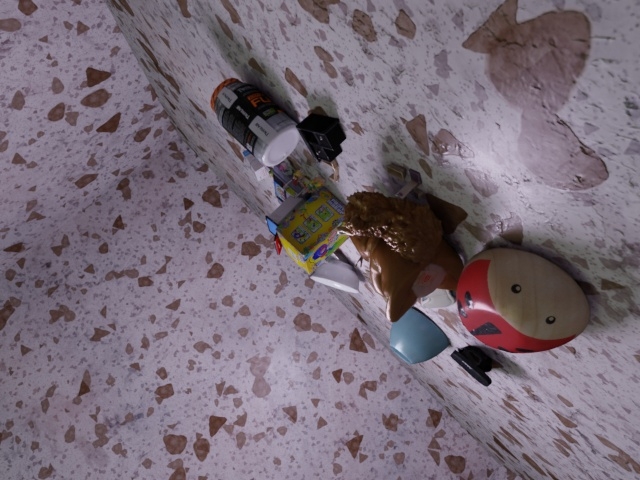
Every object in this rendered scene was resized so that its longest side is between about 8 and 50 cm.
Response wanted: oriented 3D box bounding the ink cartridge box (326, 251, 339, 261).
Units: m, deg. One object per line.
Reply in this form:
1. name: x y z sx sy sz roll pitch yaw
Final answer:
1. ink cartridge box: 0.000 0.000 2.416 0.275 0.060 0.239 49 163 -6

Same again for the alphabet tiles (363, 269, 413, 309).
1. alphabet tiles: 0.361 0.282 2.205 0.343 0.011 0.285 29 158 55

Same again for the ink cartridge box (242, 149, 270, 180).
1. ink cartridge box: -0.337 -0.390 2.220 0.180 0.060 0.104 57 171 20

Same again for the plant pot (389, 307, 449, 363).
1. plant pot: 0.457 0.492 2.076 0.290 0.195 0.290 41 166 12

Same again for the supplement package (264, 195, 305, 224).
1. supplement package: -0.148 -0.109 1.960 0.105 0.179 0.105 16 147 48

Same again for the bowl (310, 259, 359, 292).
1. bowl: 0.099 0.195 2.400 0.298 0.133 0.298 16 169 3

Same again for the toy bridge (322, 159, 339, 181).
1. toy bridge: 0.034 -0.275 1.502 0.063 0.026 0.188 35 163 40

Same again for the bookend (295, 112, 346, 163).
1. bookend: 0.020 -0.310 1.330 0.156 0.072 0.157 32 161 49

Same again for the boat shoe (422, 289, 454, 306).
1. boat shoe: 0.422 0.174 1.535 0.319 0.117 0.098 55 -150 -61

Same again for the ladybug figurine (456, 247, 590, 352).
1. ladybug figurine: 0.486 0.177 1.092 0.305 0.162 0.449 43 167 16

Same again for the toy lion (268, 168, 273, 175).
1. toy lion: -0.240 -0.336 2.233 0.100 0.034 0.096 45 175 5

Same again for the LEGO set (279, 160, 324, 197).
1. LEGO set: -0.082 -0.240 1.812 0.287 0.107 0.132 34 163 46

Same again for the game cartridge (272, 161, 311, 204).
1. game cartridge: -0.141 -0.225 2.088 0.230 0.068 0.355 39 159 16

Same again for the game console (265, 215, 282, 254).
1. game console: -0.215 -0.021 1.885 0.086 0.124 0.144 10 151 8

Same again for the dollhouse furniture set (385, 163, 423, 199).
1. dollhouse furniture set: 0.213 -0.150 1.165 0.114 0.081 0.091 37 164 40

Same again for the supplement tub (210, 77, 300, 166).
1. supplement tub: -0.242 -0.436 1.529 0.316 0.193 0.193 43 167 13

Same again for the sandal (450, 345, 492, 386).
1. sandal: 0.647 0.509 1.798 0.168 0.107 0.446 43 180 13

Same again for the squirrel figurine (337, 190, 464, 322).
1. squirrel figurine: 0.215 -0.011 1.311 0.370 0.281 0.396 50 164 47

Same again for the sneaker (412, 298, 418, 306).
1. sneaker: 0.313 0.178 1.832 0.161 0.102 0.282 39 166 45

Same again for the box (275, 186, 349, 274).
1. box: -0.021 -0.036 1.851 0.177 0.279 0.290 43 168 17
